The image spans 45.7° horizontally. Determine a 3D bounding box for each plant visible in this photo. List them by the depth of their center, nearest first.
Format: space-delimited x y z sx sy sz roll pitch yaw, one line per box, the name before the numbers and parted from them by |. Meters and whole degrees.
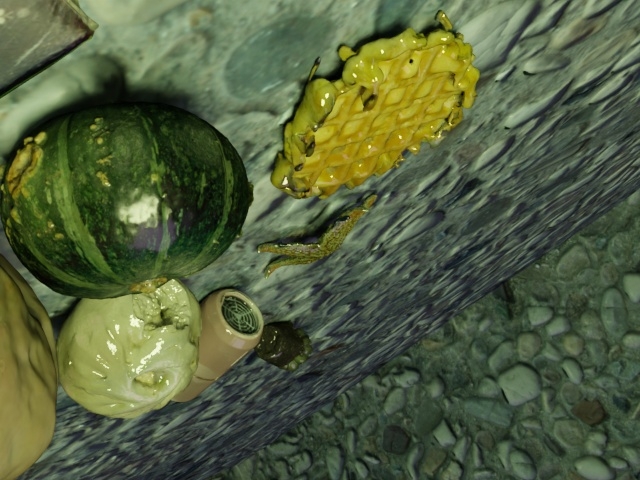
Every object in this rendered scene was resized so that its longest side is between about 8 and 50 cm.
plant | -0.076 0.209 1.519 0.092 0.094 0.143 -48 149 7

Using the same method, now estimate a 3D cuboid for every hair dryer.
hair dryer | -0.252 0.158 1.074 0.344 0.106 0.189 2 144 -50

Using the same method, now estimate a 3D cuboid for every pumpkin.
pumpkin | -0.152 -0.031 0.594 0.190 0.146 0.190 -28 166 -8

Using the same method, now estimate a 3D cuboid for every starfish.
starfish | 0.000 0.000 1.129 0.208 0.053 0.176 -27 174 9

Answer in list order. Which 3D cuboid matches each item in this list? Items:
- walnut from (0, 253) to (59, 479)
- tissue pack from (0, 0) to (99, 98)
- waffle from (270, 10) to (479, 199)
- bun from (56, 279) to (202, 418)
walnut | -0.309 0.088 0.530 0.248 0.248 0.248 -28 163 -9
tissue pack | -0.252 -0.096 0.365 0.236 0.073 0.173 -32 163 4
waffle | 0.055 -0.125 0.824 0.262 0.060 0.280 -35 163 14
bun | -0.218 0.131 0.918 0.179 0.128 0.193 0 129 -40
